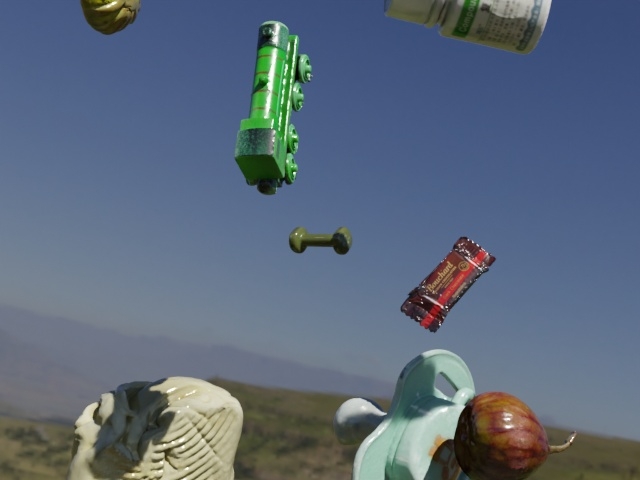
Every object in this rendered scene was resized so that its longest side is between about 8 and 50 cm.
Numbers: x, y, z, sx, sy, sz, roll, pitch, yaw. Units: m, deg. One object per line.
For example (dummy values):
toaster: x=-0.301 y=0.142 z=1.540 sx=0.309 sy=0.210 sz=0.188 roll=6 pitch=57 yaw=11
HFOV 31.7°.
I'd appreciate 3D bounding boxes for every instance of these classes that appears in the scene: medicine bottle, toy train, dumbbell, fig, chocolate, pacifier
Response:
medicine bottle: x=0.224 y=-0.375 z=1.724 sx=0.237 sy=0.139 sz=0.139 roll=13 pitch=-9 yaw=-6
toy train: x=-0.068 y=-0.188 z=1.569 sx=0.085 sy=0.251 sz=0.119 roll=-1 pitch=-25 yaw=13
dumbbell: x=0.000 y=0.000 z=2.051 sx=0.118 sy=0.052 sz=0.046 roll=1 pitch=-52 yaw=35
fig: x=0.295 y=0.329 z=1.796 sx=0.149 sy=0.148 sz=0.202 roll=-27 pitch=-59 yaw=31
chocolate: x=0.222 y=0.075 z=1.954 sx=0.086 sy=0.182 sz=0.028 roll=33 pitch=-19 yaw=25
pacifier: x=0.140 y=0.351 z=1.983 sx=0.269 sy=0.343 sz=0.288 roll=14 pitch=-29 yaw=47

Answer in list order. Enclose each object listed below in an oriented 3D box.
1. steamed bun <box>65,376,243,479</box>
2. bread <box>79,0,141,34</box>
steamed bun: x=-0.290 y=0.351 z=1.883 sx=0.276 sy=0.289 sz=0.203 roll=28 pitch=-5 yaw=-35
bread: x=-0.388 y=-0.423 z=2.050 sx=0.083 sy=0.094 sz=0.157 roll=17 pitch=-17 yaw=20
